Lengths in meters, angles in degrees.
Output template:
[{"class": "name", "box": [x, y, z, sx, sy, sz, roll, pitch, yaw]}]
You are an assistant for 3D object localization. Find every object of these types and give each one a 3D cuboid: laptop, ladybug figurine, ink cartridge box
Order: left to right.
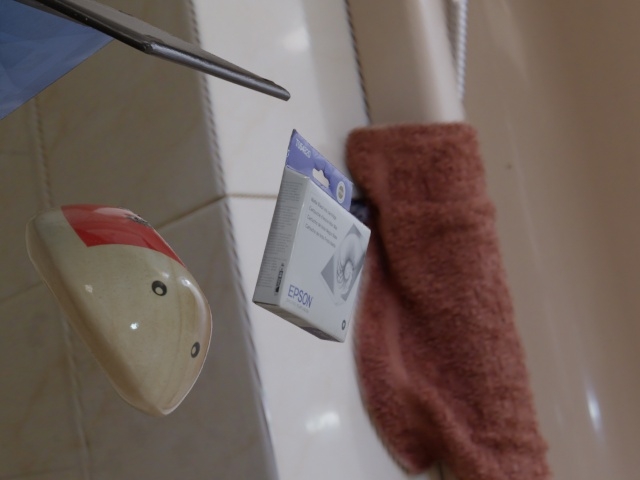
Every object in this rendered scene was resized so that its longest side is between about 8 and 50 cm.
[{"class": "laptop", "box": [-0.316, -0.175, 1.389, 0.236, 0.408, 0.382, -66, 161, 8]}, {"class": "ladybug figurine", "box": [-0.270, 0.073, 1.604, 0.162, 0.449, 0.305, -34, 116, -12]}, {"class": "ink cartridge box", "box": [0.000, 0.000, 1.488, 0.223, 0.045, 0.224, 35, 64, -63]}]
